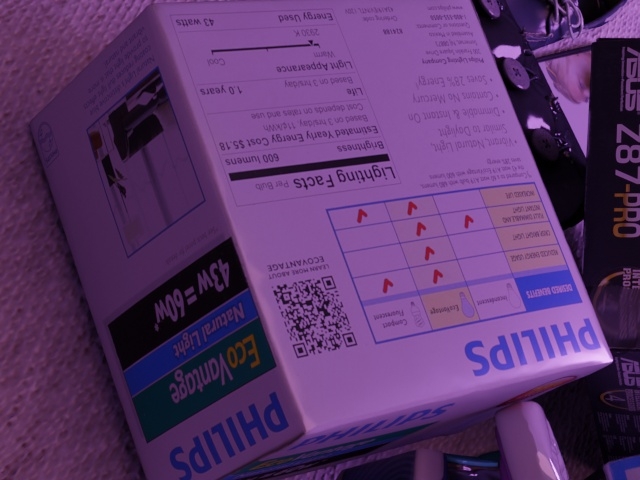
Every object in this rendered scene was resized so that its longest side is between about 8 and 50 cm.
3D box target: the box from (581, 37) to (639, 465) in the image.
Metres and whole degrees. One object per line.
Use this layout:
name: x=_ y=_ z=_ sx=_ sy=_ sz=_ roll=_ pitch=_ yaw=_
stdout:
box: x=0.318 y=0.031 z=1.701 sx=0.395 sy=0.097 sz=0.318 roll=63 pitch=32 yaw=-62

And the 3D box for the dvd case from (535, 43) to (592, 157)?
dvd case: x=0.301 y=-0.135 z=2.001 sx=0.253 sy=0.022 sz=0.180 roll=-18 pitch=83 yaw=-47

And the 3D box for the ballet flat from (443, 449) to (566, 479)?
ballet flat: x=0.165 y=0.236 z=1.652 sx=0.203 sy=0.074 sz=0.074 roll=5 pitch=66 yaw=-50

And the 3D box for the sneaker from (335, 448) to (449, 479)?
sneaker: x=0.093 y=0.351 z=1.488 sx=0.182 sy=0.127 sz=0.315 roll=21 pitch=63 yaw=-40

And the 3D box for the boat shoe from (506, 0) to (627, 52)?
boat shoe: x=0.276 y=-0.272 z=2.005 sx=0.255 sy=0.079 sz=0.095 roll=-12 pitch=79 yaw=-47

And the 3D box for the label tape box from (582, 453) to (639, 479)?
label tape box: x=0.322 y=0.342 z=1.649 sx=0.106 sy=0.333 sz=0.240 roll=-12 pitch=75 yaw=-6

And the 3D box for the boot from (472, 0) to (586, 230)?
boot: x=0.101 y=-0.187 z=1.761 sx=0.367 sy=0.146 sz=0.445 roll=-17 pitch=87 yaw=-46

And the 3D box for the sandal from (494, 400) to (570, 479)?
sandal: x=0.192 y=0.293 z=1.550 sx=0.169 sy=0.102 sz=0.416 roll=-97 pitch=170 yaw=-49

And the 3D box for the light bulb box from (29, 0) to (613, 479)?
light bulb box: x=0.000 y=0.000 z=1.453 sx=0.358 sy=0.225 sz=0.361 roll=-9 pitch=73 yaw=-39
